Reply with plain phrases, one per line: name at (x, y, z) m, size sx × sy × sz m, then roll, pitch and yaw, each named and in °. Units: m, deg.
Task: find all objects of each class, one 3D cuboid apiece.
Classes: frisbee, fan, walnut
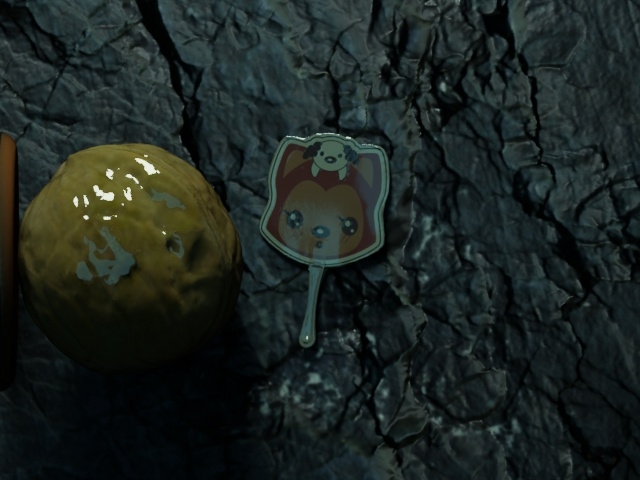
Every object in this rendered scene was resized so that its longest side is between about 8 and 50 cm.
frisbee at (-0.303, 0.020, 1.486) m, size 0.021 × 0.251 × 0.251 m, roll 0°, pitch 85°, yaw -10°
fan at (0.000, 0.000, 1.547) m, size 0.132 × 0.009 × 0.220 m, roll 6°, pitch 86°, yaw 13°
walnut at (-0.184, 0.015, 1.474) m, size 0.228 × 0.228 × 0.228 m, roll -1°, pitch 85°, yaw 10°
